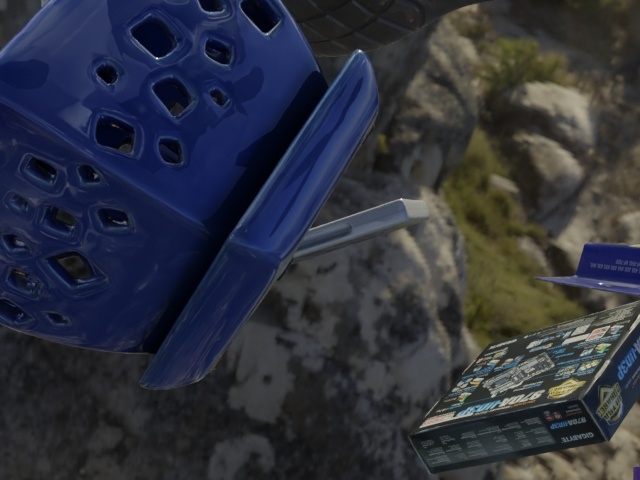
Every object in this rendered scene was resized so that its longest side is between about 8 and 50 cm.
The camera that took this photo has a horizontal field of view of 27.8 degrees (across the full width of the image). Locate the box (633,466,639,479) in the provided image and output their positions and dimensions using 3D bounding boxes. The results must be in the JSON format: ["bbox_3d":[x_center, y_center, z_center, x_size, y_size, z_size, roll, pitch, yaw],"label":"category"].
[{"bbox_3d":[0.418,0.401,1.515,0.057,0.293,0.201,-5,62,23],"label":"box"}]

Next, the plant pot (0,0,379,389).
[{"bbox_3d":[-0.107,-0.050,0.883,0.212,0.236,0.236,33,50,-3],"label":"plant pot"}]

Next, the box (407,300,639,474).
[{"bbox_3d":[0.213,0.141,1.244,0.175,0.220,0.051,-41,103,-44],"label":"box"}]

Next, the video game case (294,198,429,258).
[{"bbox_3d":[0.000,0.000,1.214,0.193,0.212,0.023,-18,88,10],"label":"video game case"}]

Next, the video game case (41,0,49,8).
[{"bbox_3d":[-0.199,-0.318,1.585,0.285,0.025,0.204,-3,81,0],"label":"video game case"}]

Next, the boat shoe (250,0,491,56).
[{"bbox_3d":[0.061,-0.247,1.097,0.324,0.123,0.116,-11,48,14],"label":"boat shoe"}]

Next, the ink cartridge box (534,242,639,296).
[{"bbox_3d":[0.502,0.036,1.773,0.307,0.072,0.303,3,2,-22],"label":"ink cartridge box"}]
